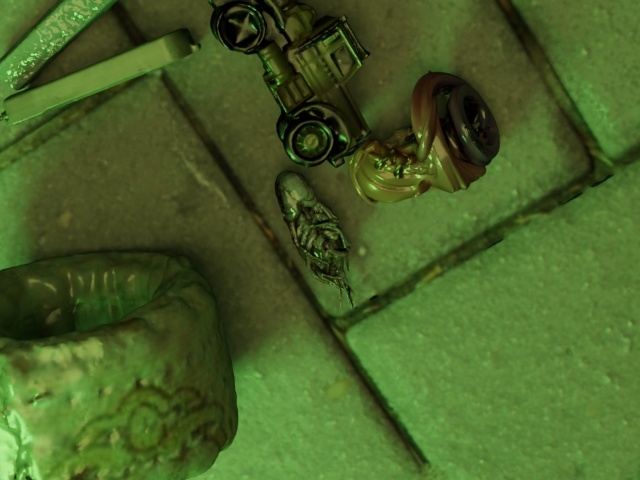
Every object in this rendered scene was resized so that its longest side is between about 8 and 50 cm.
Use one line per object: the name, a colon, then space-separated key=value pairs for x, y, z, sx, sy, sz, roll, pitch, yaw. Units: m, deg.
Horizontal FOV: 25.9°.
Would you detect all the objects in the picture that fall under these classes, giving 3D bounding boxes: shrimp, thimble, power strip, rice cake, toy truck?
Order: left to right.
thimble: x=-0.237 y=0.135 z=1.366 sx=0.291 sy=0.291 sz=0.195 roll=-5 pitch=107 yaw=6
rice cake: x=-0.228 y=-0.239 z=1.379 sx=0.245 sy=0.045 sz=0.042 roll=-39 pitch=99 yaw=14
power strip: x=-0.226 y=-0.162 z=1.384 sx=0.226 sy=0.080 sz=0.029 roll=-20 pitch=101 yaw=10
toy truck: x=-0.032 y=-0.196 z=1.340 sx=0.127 sy=0.127 sz=0.257 roll=-28 pitch=103 yaw=-3
shrimp: x=0.000 y=0.000 z=1.421 sx=0.056 sy=0.065 sz=0.165 roll=-35 pitch=102 yaw=-10

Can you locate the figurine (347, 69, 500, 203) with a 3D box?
figurine: x=0.100 y=-0.085 z=1.364 sx=0.157 sy=0.126 sz=0.114 roll=-40 pitch=57 yaw=13
